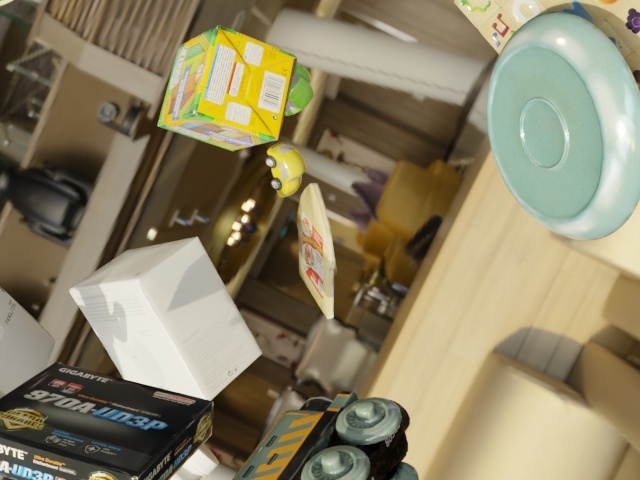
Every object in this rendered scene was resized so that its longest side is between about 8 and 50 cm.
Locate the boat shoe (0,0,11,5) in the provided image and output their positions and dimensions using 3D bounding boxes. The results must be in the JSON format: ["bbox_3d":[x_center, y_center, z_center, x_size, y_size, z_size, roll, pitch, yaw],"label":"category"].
[{"bbox_3d":[-0.560,-0.426,1.504,0.152,0.056,0.049,-29,-31,5],"label":"boat shoe"}]

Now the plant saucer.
[{"bbox_3d":[0.318,-0.148,1.213,0.044,0.317,0.317,-16,-23,-22],"label":"plant saucer"}]

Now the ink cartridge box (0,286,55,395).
[{"bbox_3d":[-0.634,0.215,1.494,0.197,0.270,0.198,56,-153,-38],"label":"ink cartridge box"}]

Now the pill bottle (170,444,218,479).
[{"bbox_3d":[-0.320,0.489,1.728,0.245,0.136,0.136,-45,-3,-7],"label":"pill bottle"}]

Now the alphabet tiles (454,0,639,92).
[{"bbox_3d":[0.344,-0.335,1.240,0.011,0.342,0.285,-41,0,-37],"label":"alphabet tiles"}]

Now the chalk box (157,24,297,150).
[{"bbox_3d":[-0.149,-0.215,1.301,0.213,0.132,0.132,-1,75,61],"label":"chalk box"}]

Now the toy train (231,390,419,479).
[{"bbox_3d":[-0.020,0.291,0.995,0.334,0.190,0.142,-49,-50,-49],"label":"toy train"}]

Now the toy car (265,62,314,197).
[{"bbox_3d":[-0.065,-0.219,1.554,0.239,0.053,0.225,47,-121,-44],"label":"toy car"}]

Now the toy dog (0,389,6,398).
[{"bbox_3d":[-0.552,0.311,1.189,0.220,0.161,0.333,-22,-45,-45],"label":"toy dog"}]

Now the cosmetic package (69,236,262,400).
[{"bbox_3d":[-0.251,0.129,1.430,0.224,0.224,0.138,-9,25,48],"label":"cosmetic package"}]

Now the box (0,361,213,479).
[{"bbox_3d":[-0.256,0.214,0.994,0.175,0.220,0.051,-39,-44,-64],"label":"box"}]

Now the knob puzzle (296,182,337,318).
[{"bbox_3d":[0.000,0.000,1.416,0.213,0.030,0.213,173,90,-76],"label":"knob puzzle"}]
